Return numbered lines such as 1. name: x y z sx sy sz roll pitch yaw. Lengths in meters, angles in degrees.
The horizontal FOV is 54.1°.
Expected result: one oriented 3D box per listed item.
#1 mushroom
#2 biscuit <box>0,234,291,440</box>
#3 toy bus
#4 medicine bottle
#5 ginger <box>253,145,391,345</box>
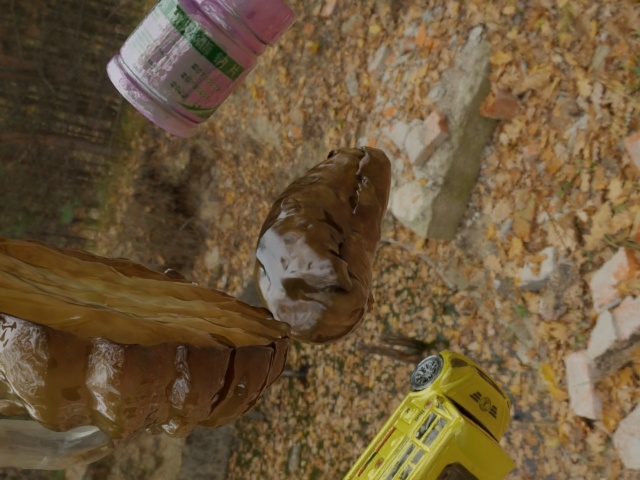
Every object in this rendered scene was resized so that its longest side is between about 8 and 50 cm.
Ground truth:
1. mushroom: -0.563 0.379 1.175 0.122 0.352 0.095 -58 36 39
2. biscuit: -0.186 0.075 0.524 0.326 0.326 0.107 17 93 65
3. toy bus: 0.137 0.310 0.826 0.330 0.144 0.152 -50 15 -11
4. medicine bottle: -0.224 -0.377 1.189 0.325 0.212 0.212 -44 36 12
5. ginger: 0.000 0.000 0.809 0.172 0.165 0.321 -30 31 35
